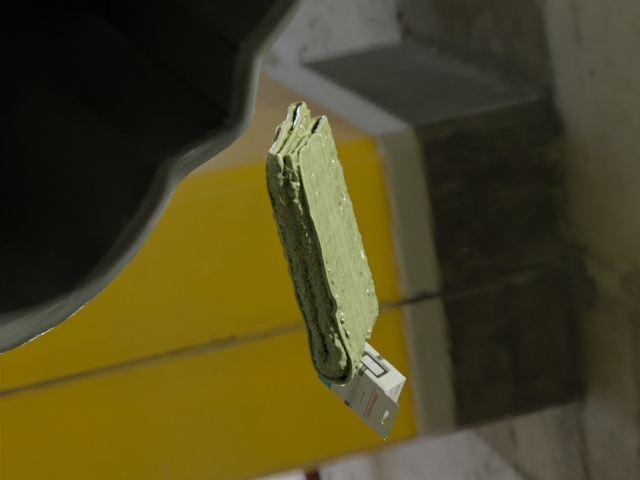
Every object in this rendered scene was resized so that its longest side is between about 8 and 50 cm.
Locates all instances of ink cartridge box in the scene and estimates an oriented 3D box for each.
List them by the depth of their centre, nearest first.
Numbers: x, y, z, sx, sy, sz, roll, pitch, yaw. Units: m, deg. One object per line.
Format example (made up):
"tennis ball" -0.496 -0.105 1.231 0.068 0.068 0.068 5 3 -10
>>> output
"ink cartridge box" 0.040 0.120 1.482 0.083 0.028 0.048 43 -41 24

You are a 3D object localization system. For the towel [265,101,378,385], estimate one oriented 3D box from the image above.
"towel" 0.000 0.000 1.035 0.110 0.027 0.148 -62 137 -67

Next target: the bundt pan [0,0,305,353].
"bundt pan" -0.151 -0.103 0.416 0.124 0.331 0.331 42 -34 36
